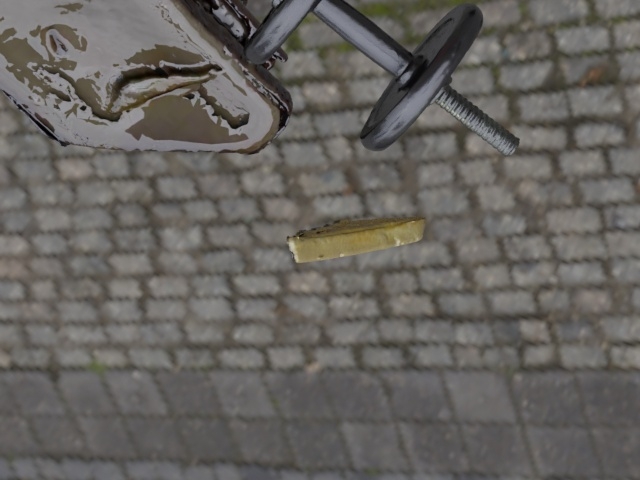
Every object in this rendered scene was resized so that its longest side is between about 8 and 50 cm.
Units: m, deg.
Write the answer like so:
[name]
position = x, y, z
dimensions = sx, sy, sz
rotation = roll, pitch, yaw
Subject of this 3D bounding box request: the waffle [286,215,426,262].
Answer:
[waffle]
position = 0.000, 0.000, 1.271
dimensions = 0.097, 0.153, 0.023
rotation = -3, 95, 44

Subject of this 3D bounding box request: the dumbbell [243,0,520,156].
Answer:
[dumbbell]
position = 0.016, -0.078, 0.631
dimensions = 0.147, 0.069, 0.069
rotation = 36, 134, -9

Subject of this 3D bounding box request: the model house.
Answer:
[model house]
position = -0.120, -0.142, 0.871
dimensions = 0.141, 0.164, 0.203
rotation = -24, 133, 19
